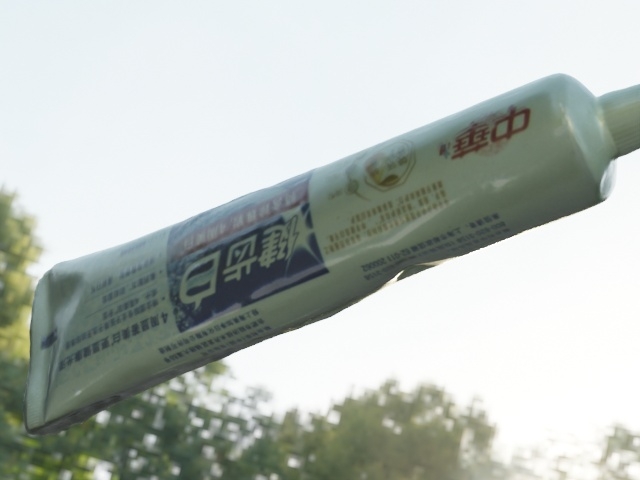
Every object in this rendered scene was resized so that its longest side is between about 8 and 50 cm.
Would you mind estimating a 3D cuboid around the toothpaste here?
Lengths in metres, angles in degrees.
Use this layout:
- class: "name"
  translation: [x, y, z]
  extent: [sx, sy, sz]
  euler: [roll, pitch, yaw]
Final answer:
- class: "toothpaste"
  translation: [0.000, 0.000, 0.462]
  extent: [0.233, 0.060, 0.038]
  euler: [-21, -31, 25]
